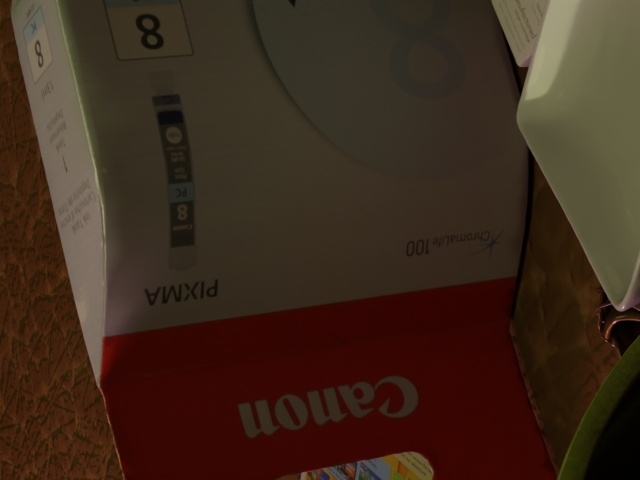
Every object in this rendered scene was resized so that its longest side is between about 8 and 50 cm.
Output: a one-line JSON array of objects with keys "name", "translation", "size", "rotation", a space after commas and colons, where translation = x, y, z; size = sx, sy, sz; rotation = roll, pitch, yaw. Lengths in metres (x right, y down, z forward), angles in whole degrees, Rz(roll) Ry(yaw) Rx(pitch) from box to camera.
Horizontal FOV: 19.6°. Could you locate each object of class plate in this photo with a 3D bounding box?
[{"name": "plate", "translation": [0.170, -0.139, 0.905], "size": [0.277, 0.045, 0.278], "rotation": [-99, 21, -67]}]

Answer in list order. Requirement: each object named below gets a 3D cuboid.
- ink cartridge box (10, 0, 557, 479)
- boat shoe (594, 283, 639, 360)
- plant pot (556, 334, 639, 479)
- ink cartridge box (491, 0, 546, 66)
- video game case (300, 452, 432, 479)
[{"name": "ink cartridge box", "translation": [0.000, 0.000, 1.149], "size": [0.091, 0.308, 0.385], "rotation": [-37, 65, 56]}, {"name": "boat shoe", "translation": [0.192, 0.036, 1.078], "size": [0.064, 0.060, 0.178], "rotation": [-35, 66, 56]}, {"name": "plant pot", "translation": [0.224, 0.230, 0.814], "size": [0.353, 0.366, 0.367], "rotation": [111, 142, -62]}, {"name": "ink cartridge box", "translation": [0.165, -0.193, 1.081], "size": [0.180, 0.060, 0.104], "rotation": [-47, 56, 51]}, {"name": "video game case", "translation": [0.053, 0.205, 1.374], "size": [0.227, 0.026, 0.206], "rotation": [36, 126, 52]}]
